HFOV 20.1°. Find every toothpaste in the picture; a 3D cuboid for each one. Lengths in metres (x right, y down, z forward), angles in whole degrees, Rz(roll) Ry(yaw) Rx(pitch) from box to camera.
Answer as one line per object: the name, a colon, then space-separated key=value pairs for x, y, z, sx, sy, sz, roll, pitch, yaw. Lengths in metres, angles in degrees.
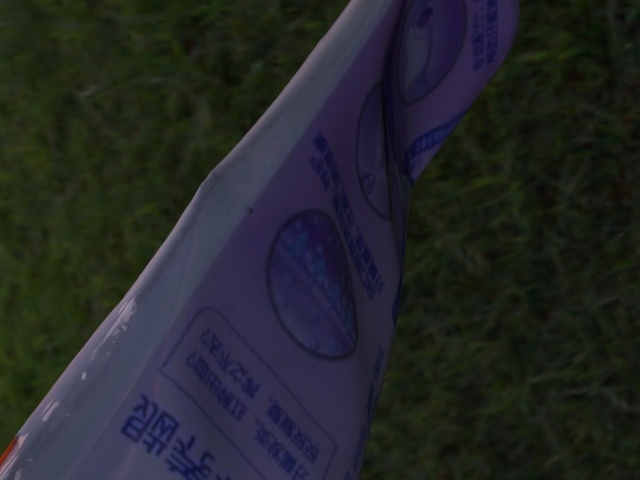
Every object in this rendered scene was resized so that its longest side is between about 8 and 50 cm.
toothpaste: x=0.000 y=0.000 z=0.427 sx=0.048 sy=0.301 sz=0.075 roll=-18 pitch=118 yaw=33
